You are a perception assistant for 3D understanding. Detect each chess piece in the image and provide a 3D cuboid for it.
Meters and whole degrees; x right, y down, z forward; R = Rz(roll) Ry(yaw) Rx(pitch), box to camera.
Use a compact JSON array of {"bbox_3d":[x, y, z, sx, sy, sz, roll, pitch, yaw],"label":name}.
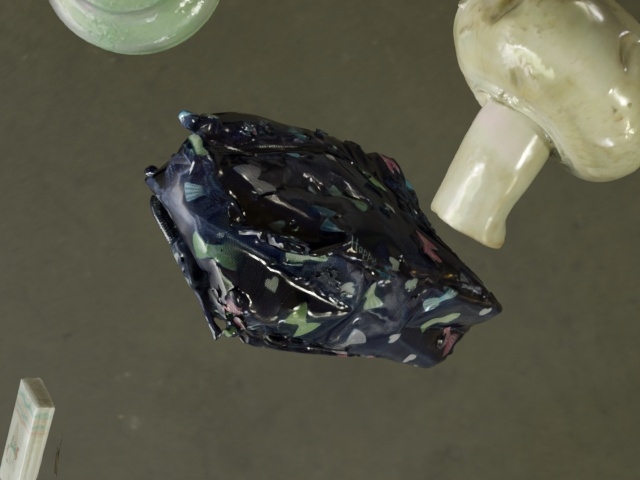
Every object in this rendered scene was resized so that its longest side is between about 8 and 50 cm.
[{"bbox_3d":[-0.143,-0.214,0.997,0.139,0.271,0.139,0,86,3],"label":"chess piece"}]

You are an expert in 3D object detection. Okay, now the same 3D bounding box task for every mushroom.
[{"bbox_3d":[0.302,-0.179,1.895,0.315,0.315,0.356,-18,122,-26],"label":"mushroom"}]

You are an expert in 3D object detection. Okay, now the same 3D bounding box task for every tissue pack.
[{"bbox_3d":[-0.270,0.184,1.365,0.023,0.056,0.108,4,113,-29],"label":"tissue pack"}]

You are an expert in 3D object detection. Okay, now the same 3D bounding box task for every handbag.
[{"bbox_3d":[0.000,0.000,0.963,0.260,0.113,0.162,11,40,-50],"label":"handbag"}]

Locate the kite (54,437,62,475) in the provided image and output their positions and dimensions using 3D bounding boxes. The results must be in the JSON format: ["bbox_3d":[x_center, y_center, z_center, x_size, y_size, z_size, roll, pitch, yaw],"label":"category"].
[{"bbox_3d":[-0.344,0.276,1.952,0.002,0.044,0.078,3,48,-4],"label":"kite"}]
